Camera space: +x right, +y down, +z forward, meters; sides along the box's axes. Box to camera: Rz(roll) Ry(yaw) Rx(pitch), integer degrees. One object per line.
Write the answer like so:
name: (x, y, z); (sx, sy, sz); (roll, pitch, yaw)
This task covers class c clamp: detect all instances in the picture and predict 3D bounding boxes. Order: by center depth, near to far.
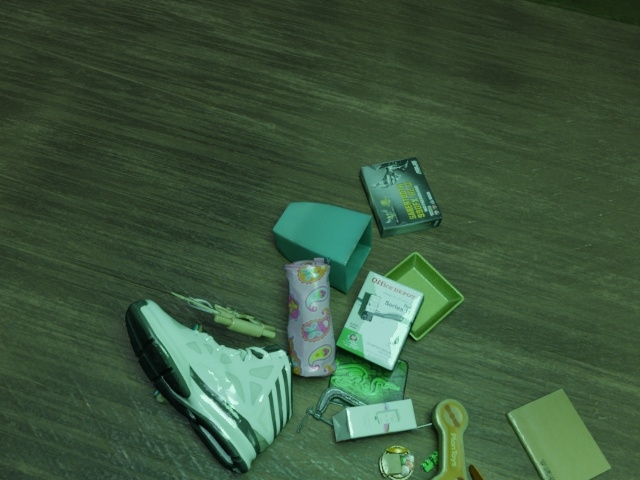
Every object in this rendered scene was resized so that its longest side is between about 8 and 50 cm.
c clamp: (0.045, 0.427, 1.233); (0.161, 0.022, 0.137); (21, 60, 8)

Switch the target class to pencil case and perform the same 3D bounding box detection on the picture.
pencil case: (-0.023, 0.185, 1.250); (0.124, 0.124, 0.283); (-3, 89, -5)

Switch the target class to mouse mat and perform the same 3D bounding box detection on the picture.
mouse mat: (0.119, 0.353, 1.289); (0.190, 0.007, 0.152); (13, 61, 5)

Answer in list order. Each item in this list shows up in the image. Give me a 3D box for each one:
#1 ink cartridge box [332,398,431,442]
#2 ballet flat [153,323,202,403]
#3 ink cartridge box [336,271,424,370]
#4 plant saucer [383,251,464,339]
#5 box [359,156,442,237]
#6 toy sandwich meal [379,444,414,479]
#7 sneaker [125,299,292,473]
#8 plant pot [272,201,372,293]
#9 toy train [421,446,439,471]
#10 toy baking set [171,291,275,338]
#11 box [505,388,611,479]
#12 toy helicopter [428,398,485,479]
ink cartridge box: (0.139, 0.411, 1.176); (0.198, 0.115, 0.067); (-1, 65, -17)
ballet flat: (-0.330, 0.307, 1.266); (0.067, 0.073, 0.206); (34, 64, -14)
ink cartridge box: (0.152, 0.202, 1.289); (0.153, 0.087, 0.208); (22, 76, 16)
plant saucer: (0.254, 0.152, 1.386); (0.188, 0.045, 0.188); (-36, 69, -20)
box: (0.236, -0.133, 1.540); (0.183, 0.056, 0.230); (-11, 61, -10)
toy sandwich meal: (0.177, 0.513, 1.187); (0.086, 0.029, 0.085); (1, 61, -2)
sneaker: (-0.237, 0.283, 1.204); (0.258, 0.169, 0.447); (-37, 88, -40)
plant pot: (0.000, 0.000, 1.396); (0.235, 0.165, 0.165); (22, 61, 16)
toy train: (0.270, 0.509, 1.202); (0.083, 0.017, 0.023); (-34, 77, -20)
toy baking set: (-0.232, 0.185, 1.250); (0.197, 0.256, 0.030); (15, 82, 53)
box: (0.568, 0.480, 1.232); (0.165, 0.021, 0.201); (-18, 63, -13)
toy helicopter: (0.307, 0.531, 1.124); (0.235, 0.140, 0.354); (8, 61, -6)
